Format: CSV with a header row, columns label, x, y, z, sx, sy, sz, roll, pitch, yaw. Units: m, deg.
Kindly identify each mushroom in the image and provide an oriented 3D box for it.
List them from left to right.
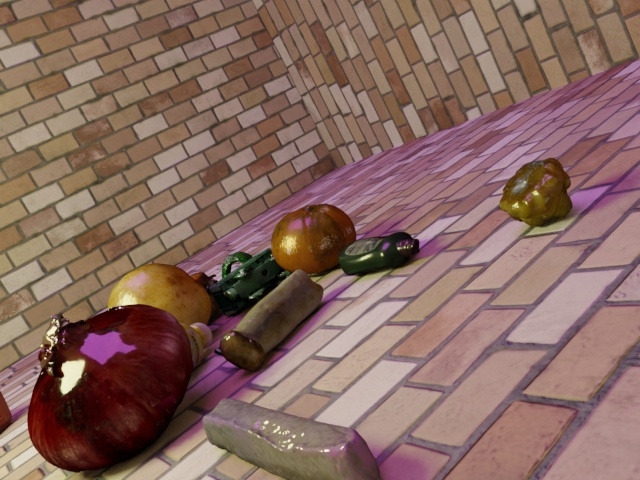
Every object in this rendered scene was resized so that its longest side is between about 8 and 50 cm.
label,x,y,z,sx,sy,sz,roll,pitch,yaw
mushroom,-0.099,0.168,1.337,0.081,0.100,0.312,-48,-4,39

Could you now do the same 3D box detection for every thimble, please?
label,x,y,z,sx,sy,sz,roll,pitch,yaw
thimble,-0.249,0.101,1.927,0.118,0.130,0.090,-33,14,6

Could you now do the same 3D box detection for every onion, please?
label,x,y,z,sx,sy,sz,roll,pitch,yaw
onion,-0.422,0.252,1.183,0.348,0.285,0.347,-26,33,18

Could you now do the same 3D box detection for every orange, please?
label,x,y,z,sx,sy,sz,roll,pitch,yaw
orange,-0.021,-0.010,1.712,0.240,0.171,0.240,-12,21,5

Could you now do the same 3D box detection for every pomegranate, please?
label,x,y,z,sx,sy,sz,roll,pitch,yaw
pomegranate,-0.423,0.186,1.627,0.260,0.260,0.260,-27,11,5

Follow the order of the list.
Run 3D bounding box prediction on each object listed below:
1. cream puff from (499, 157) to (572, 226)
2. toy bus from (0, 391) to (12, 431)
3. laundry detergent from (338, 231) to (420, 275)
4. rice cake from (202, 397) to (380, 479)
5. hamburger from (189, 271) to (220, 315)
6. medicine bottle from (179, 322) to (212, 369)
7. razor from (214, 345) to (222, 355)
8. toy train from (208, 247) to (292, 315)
label,x,y,z,sx,sy,sz,roll,pitch,yaw
cream puff,0.425,-0.082,1.200,0.146,0.116,0.146,-44,21,22
toy bus,-1.060,0.544,1.685,0.233,0.203,0.427,-20,10,13
laundry detergent,0.153,0.021,1.447,0.144,0.078,0.222,-31,10,-41
rice cake,-0.057,0.265,0.833,0.064,0.070,0.399,-30,10,-32
hamburger,-0.403,0.191,1.866,0.243,0.138,0.261,-25,11,8
medicine bottle,-0.328,0.250,1.449,0.122,0.122,0.212,-24,0,19
razor,-0.151,0.212,1.401,0.082,0.042,0.253,19,23,10
toy train,-0.184,0.113,1.785,0.269,0.115,0.154,-38,6,-41
